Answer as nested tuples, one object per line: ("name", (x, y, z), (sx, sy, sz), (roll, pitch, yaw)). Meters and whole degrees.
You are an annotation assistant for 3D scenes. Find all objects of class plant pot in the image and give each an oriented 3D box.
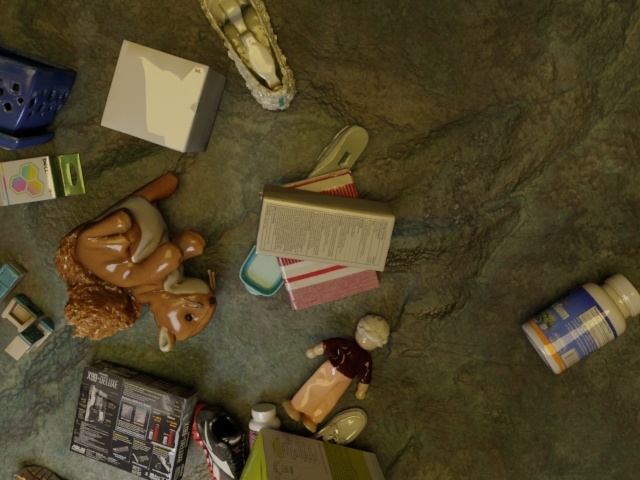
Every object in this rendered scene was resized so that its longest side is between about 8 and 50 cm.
("plant pot", (-0.758, -0.346, 1.691), (0.235, 0.236, 0.212), (19, 104, -1))

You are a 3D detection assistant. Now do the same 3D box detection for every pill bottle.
("pill bottle", (0.656, 0.200, 1.758), (0.272, 0.152, 0.152), (-35, 95, 5))
("pill bottle", (-0.145, 0.513, 1.857), (0.086, 0.086, 0.152), (-3, 98, 2))

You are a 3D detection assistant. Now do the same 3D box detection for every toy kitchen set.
("toy kitchen set", (-0.776, 0.173, 1.789), (0.207, 0.166, 0.122), (42, 97, -4))

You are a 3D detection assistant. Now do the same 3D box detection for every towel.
("towel", (0.000, 0.000, 1.768), (0.236, 0.037, 0.329), (-15, 110, 0))

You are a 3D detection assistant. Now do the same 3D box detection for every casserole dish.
("casserole dish", (-0.128, 0.054, 1.820), (0.114, 0.037, 0.188), (33, 98, -3))

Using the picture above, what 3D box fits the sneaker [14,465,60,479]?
("sneaker", (-0.731, 0.686, 1.903), (0.214, 0.084, 0.083), (30, 102, -3))

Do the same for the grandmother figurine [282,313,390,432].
("grandmother figurine", (0.049, 0.328, 1.827), (0.207, 0.104, 0.342), (40, 95, -30))

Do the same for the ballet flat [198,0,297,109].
("ballet flat", (-0.177, -0.507, 1.697), (0.146, 0.147, 0.409), (-31, 95, 5))

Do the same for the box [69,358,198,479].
("box", (-0.486, 0.469, 1.828), (0.307, 0.076, 0.243), (13, 97, 16))

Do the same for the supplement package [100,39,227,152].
("supplement package", (-0.358, -0.330, 1.659), (0.197, 0.263, 0.200), (18, 97, -1))

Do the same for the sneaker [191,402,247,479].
("sneaker", (-0.242, 0.548, 1.838), (0.135, 0.097, 0.276), (-20, 98, 43))

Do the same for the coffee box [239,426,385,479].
("coffee box", (-0.037, 0.712, 1.700), (0.334, 0.338, 0.338), (17, 106, -15))

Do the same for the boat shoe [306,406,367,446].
("boat shoe", (0.029, 0.527, 1.859), (0.226, 0.076, 0.083), (-38, 95, 6))

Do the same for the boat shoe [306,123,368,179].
("boat shoe", (0.034, -0.194, 1.761), (0.079, 0.081, 0.228), (34, 102, -21))

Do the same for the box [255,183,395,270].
("box", (0.008, -0.031, 1.674), (0.310, 0.121, 0.148), (9, 109, -8))

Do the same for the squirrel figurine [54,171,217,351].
("squirrel figurine", (-0.451, 0.097, 1.756), (0.396, 0.281, 0.371), (-26, 107, 19))

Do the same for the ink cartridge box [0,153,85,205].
("ink cartridge box", (-0.717, -0.155, 1.795), (0.209, 0.062, 0.109), (-7, 97, 2))
